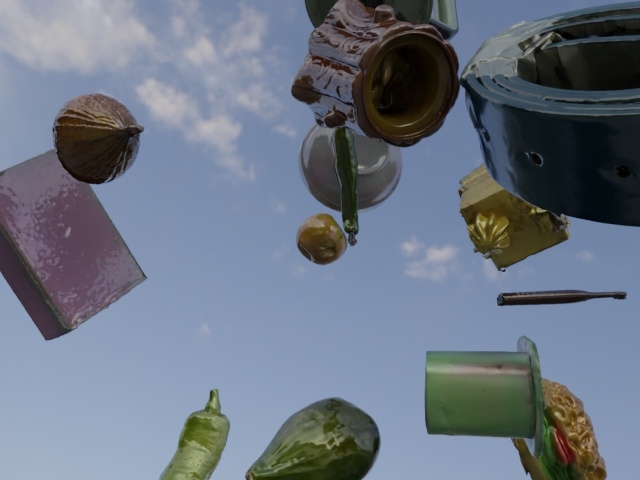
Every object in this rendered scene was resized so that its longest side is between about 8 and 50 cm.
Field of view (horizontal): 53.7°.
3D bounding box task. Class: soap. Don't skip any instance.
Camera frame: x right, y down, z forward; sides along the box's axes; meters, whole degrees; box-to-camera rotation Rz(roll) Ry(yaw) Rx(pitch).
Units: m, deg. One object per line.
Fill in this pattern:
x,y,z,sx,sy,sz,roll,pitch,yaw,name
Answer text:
-0.415,0.001,0.989,0.081,0.181,0.259,-21,-75,37,soap

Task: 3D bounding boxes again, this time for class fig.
-0.272,-0.142,0.830,0.153,0.119,0.119,-15,-51,20,fig
-0.007,0.377,1.093,0.167,0.233,0.167,43,-23,24,fig

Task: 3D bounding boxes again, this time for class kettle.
0.167,-0.564,1.356,0.361,0.376,0.250,34,-45,-20,kettle

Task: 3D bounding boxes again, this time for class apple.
0.000,0.000,1.689,0.147,0.146,0.146,9,-43,9,apple

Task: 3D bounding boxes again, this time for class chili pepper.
-0.112,0.202,0.469,0.049,0.208,0.043,-35,-71,30,chili pepper

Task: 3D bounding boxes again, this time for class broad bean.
0.068,-0.142,1.531,0.056,0.317,0.098,-7,-4,-7,broad bean

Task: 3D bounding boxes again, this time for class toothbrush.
0.632,0.147,1.645,0.364,0.040,0.040,-2,-42,-11,toothbrush

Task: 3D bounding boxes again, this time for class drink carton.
0.209,0.202,0.829,0.142,0.146,0.144,0,-3,10,drink carton

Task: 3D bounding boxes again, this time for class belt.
0.359,-0.167,0.755,0.436,0.300,0.173,30,-33,59,belt

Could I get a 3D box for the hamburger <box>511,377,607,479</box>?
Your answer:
0.434,0.360,1.180,0.149,0.237,0.237,-25,-55,11,hamburger

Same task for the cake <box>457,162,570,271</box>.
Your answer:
0.496,-0.068,1.639,0.227,0.286,0.222,-31,-68,22,cake

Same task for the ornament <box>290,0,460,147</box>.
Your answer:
0.094,-0.262,0.990,0.235,0.217,0.221,-10,-65,-18,ornament

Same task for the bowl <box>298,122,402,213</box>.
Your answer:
0.089,-0.225,1.678,0.287,0.286,0.144,20,-16,-3,bowl
